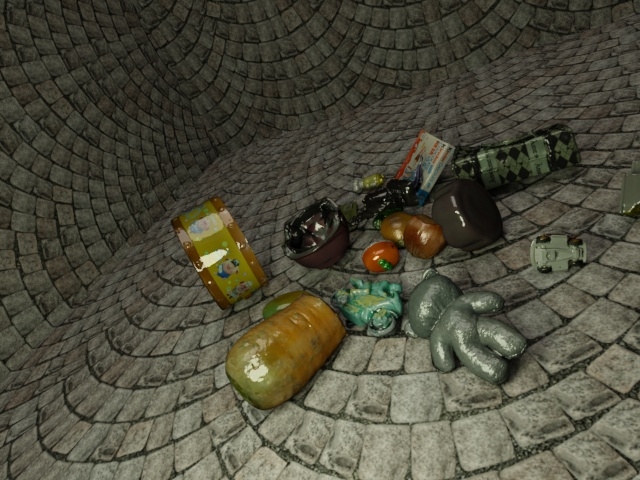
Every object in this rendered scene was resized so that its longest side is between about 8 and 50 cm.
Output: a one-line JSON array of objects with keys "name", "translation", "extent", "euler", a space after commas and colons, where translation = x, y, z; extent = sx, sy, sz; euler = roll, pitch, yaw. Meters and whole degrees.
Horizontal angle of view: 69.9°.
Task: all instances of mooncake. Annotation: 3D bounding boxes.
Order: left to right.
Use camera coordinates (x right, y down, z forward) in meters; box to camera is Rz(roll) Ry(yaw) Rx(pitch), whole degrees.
[{"name": "mooncake", "translation": [0.469, -0.080, 1.473], "extent": [0.133, 0.245, 0.244], "euler": [-33, 19, 40]}]

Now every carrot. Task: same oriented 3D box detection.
[{"name": "carrot", "translation": [-0.098, 0.313, 1.311], "extent": [0.341, 0.224, 0.224], "euler": [-38, 30, -27]}]

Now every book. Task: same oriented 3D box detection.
[{"name": "book", "translation": [0.003, -0.068, 2.061], "extent": [0.353, 0.035, 0.239], "euler": [-19, 27, 17]}]

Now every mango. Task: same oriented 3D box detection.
[{"name": "mango", "translation": [-0.111, 0.234, 1.609], "extent": [0.191, 0.085, 0.122], "euler": [-21, 17, -8]}]

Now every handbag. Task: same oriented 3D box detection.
[{"name": "handbag", "translation": [0.725, -0.325, 1.740], "extent": [0.417, 0.180, 0.316], "euler": [-14, 18, 25]}]

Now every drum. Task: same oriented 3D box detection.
[{"name": "drum", "translation": [-0.397, 0.045, 1.811], "extent": [0.214, 0.430, 0.431], "euler": [-30, 28, -11]}]

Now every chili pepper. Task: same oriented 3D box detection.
[{"name": "chili pepper", "translation": [0.264, -0.093, 1.859], "extent": [0.182, 0.050, 0.073], "euler": [-40, 9, -39]}]

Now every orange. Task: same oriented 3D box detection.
[{"name": "orange", "translation": [0.289, -0.047, 1.710], "extent": [0.170, 0.112, 0.160], "euler": [-16, 28, 44]}]

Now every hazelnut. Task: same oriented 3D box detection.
[{"name": "hazelnut", "translation": [0.353, -0.012, 1.562], "extent": [0.151, 0.150, 0.150], "euler": [-21, 29, 12]}]

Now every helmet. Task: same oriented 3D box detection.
[{"name": "helmet", "translation": [0.000, 0.000, 1.779], "extent": [0.271, 0.197, 0.338], "euler": [-32, 34, 10]}]

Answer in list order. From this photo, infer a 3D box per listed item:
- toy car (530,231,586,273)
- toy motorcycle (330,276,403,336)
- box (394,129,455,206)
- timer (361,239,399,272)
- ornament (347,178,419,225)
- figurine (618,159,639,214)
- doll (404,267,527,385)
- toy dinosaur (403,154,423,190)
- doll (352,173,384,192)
[{"name": "toy car", "translation": [0.660, 0.023, 1.282], "extent": [0.139, 0.112, 0.112], "euler": [-4, 19, 20]}, {"name": "toy motorcycle", "translation": [0.156, 0.186, 1.428], "extent": [0.198, 0.109, 0.297], "euler": [-37, 31, -23]}, {"name": "box", "translation": [0.424, -0.309, 1.925], "extent": [0.273, 0.048, 0.265], "euler": [-62, 23, 17]}, {"name": "timer", "translation": [0.212, 0.060, 1.594], "extent": [0.136, 0.099, 0.136], "euler": [-33, 23, 16]}, {"name": "ornament", "translation": [0.227, -0.136, 1.801], "extent": [0.261, 0.106, 0.251], "euler": [-30, 14, -8]}, {"name": "figurine", "translation": [0.981, -0.148, 1.211], "extent": [0.285, 0.167, 0.342], "euler": [2, 59, 55]}, {"name": "doll", "translation": [0.364, 0.228, 1.176], "extent": [0.341, 0.158, 0.245], "euler": [31, 93, 42]}, {"name": "toy dinosaur", "translation": [0.378, -0.251, 1.854], "extent": [0.045, 0.197, 0.080], "euler": [8, 7, -34]}, {"name": "doll", "translation": [0.225, -0.274, 2.187], "extent": [0.163, 0.062, 0.106], "euler": [-14, 27, 23]}]
